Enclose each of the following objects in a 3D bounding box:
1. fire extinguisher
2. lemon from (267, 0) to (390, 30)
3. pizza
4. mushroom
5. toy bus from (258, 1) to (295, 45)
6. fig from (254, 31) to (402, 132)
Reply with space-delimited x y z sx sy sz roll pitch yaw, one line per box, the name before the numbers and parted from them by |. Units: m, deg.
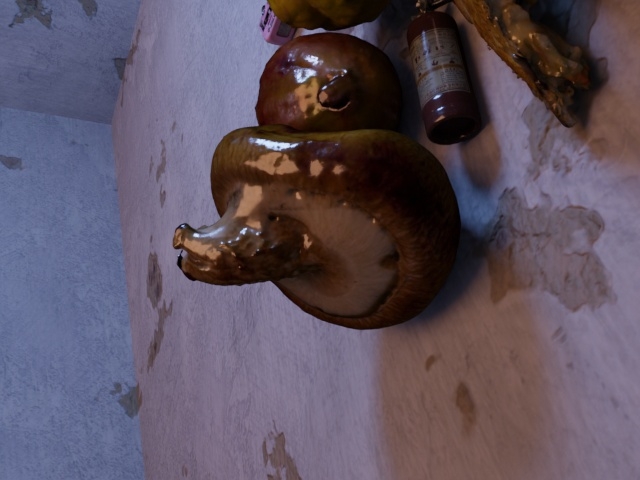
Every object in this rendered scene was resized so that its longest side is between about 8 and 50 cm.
fire extinguisher | 0.168 -0.245 0.872 0.099 0.071 0.231 -19 63 30
lemon | 0.026 -0.471 0.963 0.285 0.285 0.316 -19 68 60
pizza | 0.178 -0.272 0.689 0.074 0.251 0.287 -39 51 17
mushroom | 0.000 0.000 0.853 0.259 0.345 0.345 -54 9 -35
toy bus | -0.068 -0.506 1.374 0.203 0.063 0.090 -62 38 40
fig | 0.014 -0.203 1.004 0.263 0.224 0.224 27 109 52
